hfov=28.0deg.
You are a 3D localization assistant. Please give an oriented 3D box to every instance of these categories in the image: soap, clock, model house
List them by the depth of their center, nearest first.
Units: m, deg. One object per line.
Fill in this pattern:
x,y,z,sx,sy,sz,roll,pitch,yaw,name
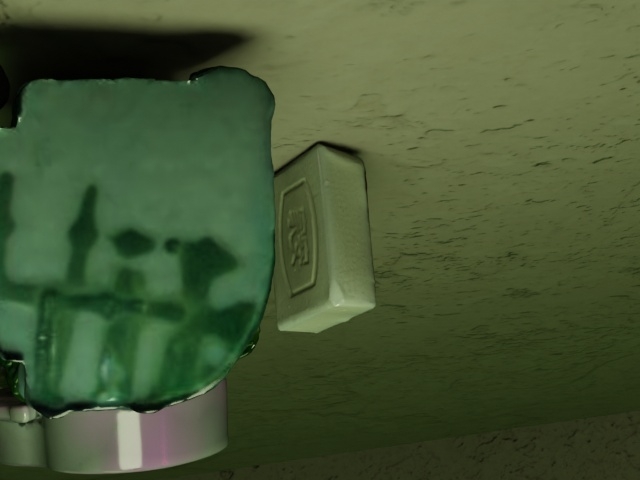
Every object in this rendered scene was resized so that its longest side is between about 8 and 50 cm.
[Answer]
-0.208,0.003,1.220,0.251,0.295,0.329,-3,179,-22,model house
0.000,0.000,1.404,0.064,0.183,0.121,8,158,-34,soap
-0.294,0.251,1.783,0.338,0.102,0.338,-4,180,0,clock

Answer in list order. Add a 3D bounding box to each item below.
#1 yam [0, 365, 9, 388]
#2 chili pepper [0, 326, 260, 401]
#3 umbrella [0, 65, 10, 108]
-0.437,0.177,1.928,0.107,0.107,0.194,-17,157,31,yam
-0.260,0.115,1.727,0.213,0.167,0.385,-1,-179,43,chili pepper
-0.400,-0.103,1.148,0.326,0.094,0.090,-17,-175,34,umbrella
